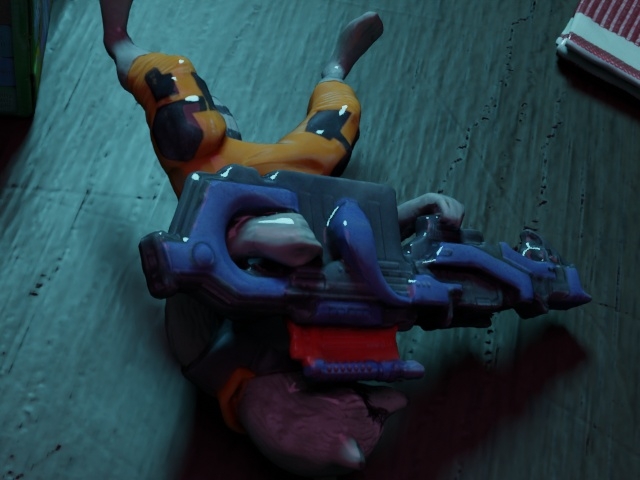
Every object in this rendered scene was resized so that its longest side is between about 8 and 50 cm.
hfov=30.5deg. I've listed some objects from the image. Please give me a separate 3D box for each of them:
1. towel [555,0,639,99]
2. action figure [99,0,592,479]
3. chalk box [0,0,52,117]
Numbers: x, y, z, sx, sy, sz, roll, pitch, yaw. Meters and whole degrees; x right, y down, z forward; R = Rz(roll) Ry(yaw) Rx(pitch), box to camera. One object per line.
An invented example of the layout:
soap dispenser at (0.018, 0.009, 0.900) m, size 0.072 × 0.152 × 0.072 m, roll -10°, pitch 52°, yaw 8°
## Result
towel at (0.367, -0.205, 1.026) m, size 0.237 × 0.037 × 0.329 m, roll 31°, pitch 56°, yaw 9°
action figure at (0.000, 0.000, 0.762) m, size 0.341 × 0.178 × 0.330 m, roll 14°, pitch 54°, yaw -36°
chalk box at (-0.259, -0.173, 0.818) m, size 0.132 × 0.132 × 0.213 m, roll 6°, pitch 54°, yaw -8°
